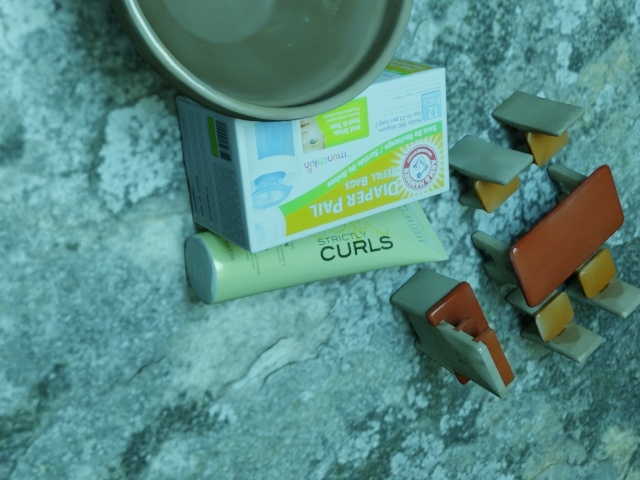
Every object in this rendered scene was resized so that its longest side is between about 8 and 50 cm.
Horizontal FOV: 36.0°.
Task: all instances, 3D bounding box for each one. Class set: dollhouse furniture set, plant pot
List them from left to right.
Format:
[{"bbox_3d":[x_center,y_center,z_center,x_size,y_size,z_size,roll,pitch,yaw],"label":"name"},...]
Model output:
[{"bbox_3d":[-0.056,-0.201,0.721,0.237,0.110,0.237,-1,91,-30],"label":"plant pot"},{"bbox_3d":[0.213,0.028,0.986,0.259,0.135,0.262,-41,124,-17],"label":"dollhouse furniture set"}]

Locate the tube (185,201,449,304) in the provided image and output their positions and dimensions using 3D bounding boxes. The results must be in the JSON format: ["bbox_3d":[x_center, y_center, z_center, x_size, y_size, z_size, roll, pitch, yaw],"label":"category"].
[{"bbox_3d":[0.000,0.000,0.873,0.240,0.062,0.070,-12,106,-30],"label":"tube"}]

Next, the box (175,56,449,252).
[{"bbox_3d":[-0.001,-0.080,0.820,0.203,0.103,0.114,-19,116,-29],"label":"box"}]
